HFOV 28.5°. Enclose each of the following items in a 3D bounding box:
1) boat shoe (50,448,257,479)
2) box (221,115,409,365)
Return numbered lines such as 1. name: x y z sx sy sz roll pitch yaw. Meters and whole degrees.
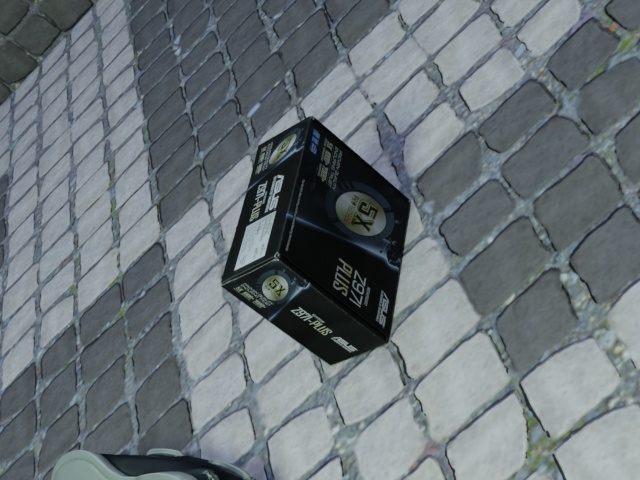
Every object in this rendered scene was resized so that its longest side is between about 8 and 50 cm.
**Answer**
1. boat shoe: -0.160 0.254 1.192 0.302 0.091 0.114 -1 89 52
2. box: 0.000 0.000 1.187 0.077 0.147 0.180 -26 37 37
